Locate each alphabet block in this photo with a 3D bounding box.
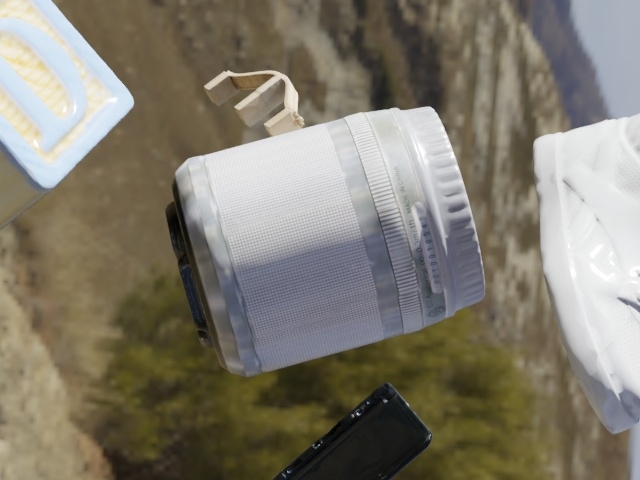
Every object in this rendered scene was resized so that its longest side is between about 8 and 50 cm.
[{"bbox_3d":[-0.328,-0.111,1.595,0.192,0.197,0.193,51,35,-10],"label":"alphabet block"}]

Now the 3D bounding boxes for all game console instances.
[{"bbox_3d":[0.030,0.175,1.316,0.122,0.071,0.107,-40,158,-1],"label":"game console"}]

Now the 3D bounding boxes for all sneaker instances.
[{"bbox_3d":[0.266,0.003,1.347,0.108,0.169,0.292,50,28,-45],"label":"sneaker"}]

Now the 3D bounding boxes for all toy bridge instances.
[{"bbox_3d":[-0.058,-0.146,1.775,0.026,0.063,0.188,58,-12,-29],"label":"toy bridge"}]

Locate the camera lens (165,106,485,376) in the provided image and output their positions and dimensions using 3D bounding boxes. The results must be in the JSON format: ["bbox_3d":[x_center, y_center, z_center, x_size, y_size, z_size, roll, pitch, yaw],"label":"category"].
[{"bbox_3d":[0.000,0.000,1.660,0.219,0.274,0.219,165,-90,-88],"label":"camera lens"}]
